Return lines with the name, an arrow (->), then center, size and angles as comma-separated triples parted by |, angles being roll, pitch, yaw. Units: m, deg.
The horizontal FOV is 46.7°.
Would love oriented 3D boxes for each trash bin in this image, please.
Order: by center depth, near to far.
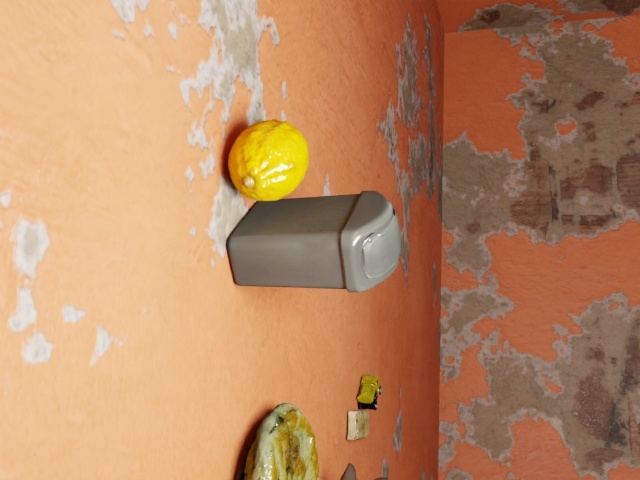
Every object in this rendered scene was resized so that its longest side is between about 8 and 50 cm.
trash bin -> 0.000, 0.000, 1.104 | 0.177, 0.236, 0.101 | -62, 147, -58

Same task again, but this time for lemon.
lemon -> -0.075, -0.114, 1.071 | 0.155, 0.114, 0.114 | -66, 151, -55

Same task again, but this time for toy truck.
toy truck -> 0.119, 0.371, 1.821 | 0.083, 0.049, 0.054 | -67, 150, -51

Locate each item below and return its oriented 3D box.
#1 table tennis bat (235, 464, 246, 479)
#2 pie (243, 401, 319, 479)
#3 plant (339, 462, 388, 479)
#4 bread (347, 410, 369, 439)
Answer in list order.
table tennis bat -> -0.116, 0.444, 1.076 | 0.131, 0.022, 0.234 | 68, 24, -54
pie -> -0.059, 0.398, 1.154 | 0.302, 0.067, 0.302 | -3, 90, -77
plant -> 0.049, 0.558, 1.336 | 0.321, 0.181, 0.194 | -50, 128, -66
bread -> 0.091, 0.438, 1.760 | 0.153, 0.028, 0.068 | 42, 47, -70
